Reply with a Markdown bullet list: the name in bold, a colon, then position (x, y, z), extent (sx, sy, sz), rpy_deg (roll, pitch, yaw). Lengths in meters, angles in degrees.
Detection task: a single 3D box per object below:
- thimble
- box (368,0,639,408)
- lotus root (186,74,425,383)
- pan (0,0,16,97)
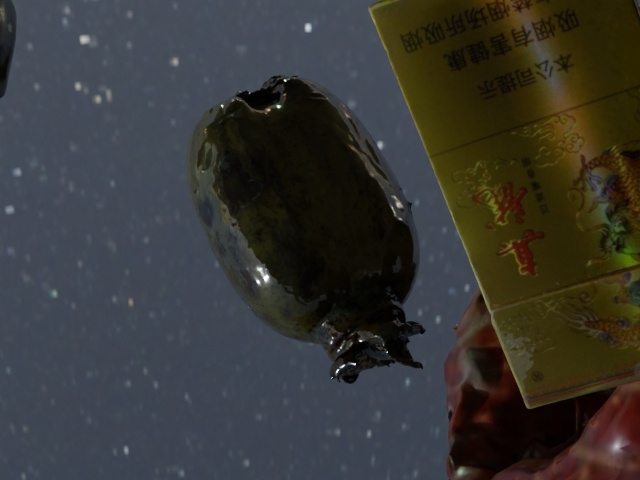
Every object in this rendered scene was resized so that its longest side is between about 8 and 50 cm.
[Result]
- **thimble**: position (0.260, 0.097, 1.153), extent (0.231, 0.350, 0.350), rpy_deg (27, -132, -17)
- **box**: position (0.084, -0.024, 0.551), extent (0.089, 0.156, 0.022), rpy_deg (-16, -167, 22)
- **lotus root**: position (-0.001, 0.001, 1.191), extent (0.154, 0.154, 0.278), rpy_deg (-21, -116, -18)
- **pan**: position (-0.223, -0.106, 0.998), extent (0.128, 0.048, 0.202), rpy_deg (-37, -85, -35)
